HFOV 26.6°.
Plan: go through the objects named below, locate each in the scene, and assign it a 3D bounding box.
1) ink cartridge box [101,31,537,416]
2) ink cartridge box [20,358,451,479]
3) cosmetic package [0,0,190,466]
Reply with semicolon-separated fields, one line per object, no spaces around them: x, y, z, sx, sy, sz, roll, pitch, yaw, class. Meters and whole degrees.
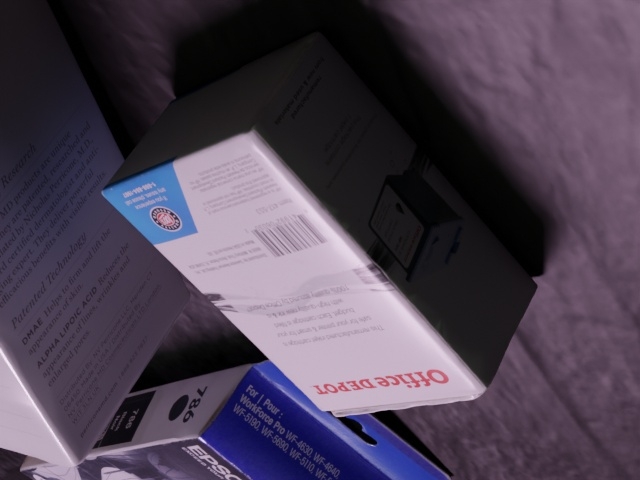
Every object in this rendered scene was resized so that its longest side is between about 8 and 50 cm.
0.000;0.000;0.723;0.191;0.082;0.139;46;145;-22;ink cartridge box
-0.076;0.175;1.011;0.165;0.065;0.332;40;144;-23;ink cartridge box
-0.253;-0.059;0.775;0.217;0.156;0.385;5;138;30;cosmetic package
